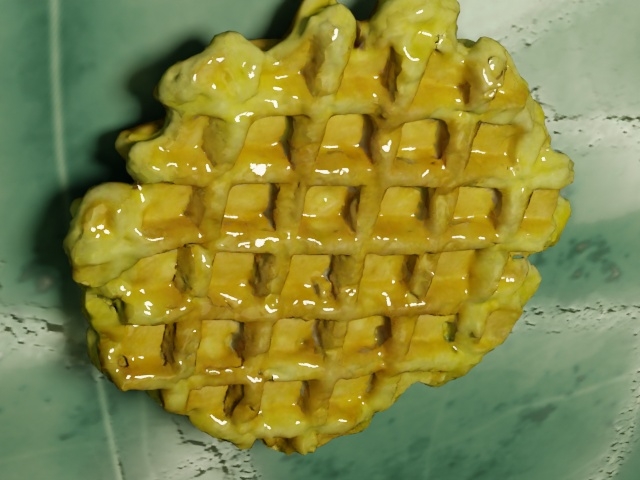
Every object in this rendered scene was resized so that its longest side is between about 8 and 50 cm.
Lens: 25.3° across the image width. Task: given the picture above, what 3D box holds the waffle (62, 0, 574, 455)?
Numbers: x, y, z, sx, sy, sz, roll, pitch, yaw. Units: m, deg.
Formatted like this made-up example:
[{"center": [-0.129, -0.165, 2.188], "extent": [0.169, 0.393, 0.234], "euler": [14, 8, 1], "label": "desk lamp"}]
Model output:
[{"center": [0.000, 0.000, 0.837], "extent": [0.302, 0.068, 0.325], "euler": [-36, 130, 9], "label": "waffle"}]
